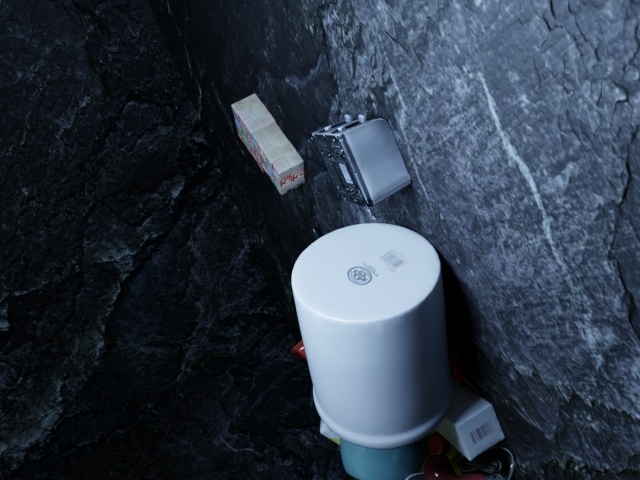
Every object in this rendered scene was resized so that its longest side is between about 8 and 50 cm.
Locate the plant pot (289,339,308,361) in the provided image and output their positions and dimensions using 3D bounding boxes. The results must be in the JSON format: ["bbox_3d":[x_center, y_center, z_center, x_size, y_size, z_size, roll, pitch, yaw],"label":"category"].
[{"bbox_3d":[0.082,0.374,2.196,0.236,0.267,0.267,49,167,2],"label":"plant pot"}]

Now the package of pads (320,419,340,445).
[{"bbox_3d":[0.115,0.616,2.258,0.229,0.101,0.296,33,-165,-6],"label":"package of pads"}]

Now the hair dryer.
[{"bbox_3d":[0.344,0.600,1.616,0.223,0.080,0.294,38,114,58],"label":"hair dryer"}]

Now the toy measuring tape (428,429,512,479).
[{"bbox_3d":[0.381,0.589,1.730,0.330,0.121,0.121,40,156,59],"label":"toy measuring tape"}]

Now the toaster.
[{"bbox_3d":[0.081,-0.155,1.287,0.186,0.110,0.168,65,168,-17],"label":"toaster"}]

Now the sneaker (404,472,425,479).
[{"bbox_3d":[0.384,0.703,1.794,0.295,0.105,0.147,17,149,3],"label":"sneaker"}]

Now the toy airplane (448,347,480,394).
[{"bbox_3d":[0.324,0.303,1.533,0.151,0.028,0.151,58,168,19],"label":"toy airplane"}]

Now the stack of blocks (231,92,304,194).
[{"bbox_3d":[-0.161,-0.290,2.024,0.297,0.087,0.171,56,167,22],"label":"stack of blocks"}]

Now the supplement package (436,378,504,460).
[{"bbox_3d":[0.340,0.426,1.564,0.105,0.105,0.179,65,168,-18],"label":"supplement package"}]

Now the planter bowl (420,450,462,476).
[{"bbox_3d":[0.389,0.763,2.173,0.217,0.090,0.217,57,167,21],"label":"planter bowl"}]

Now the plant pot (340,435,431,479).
[{"bbox_3d":[0.191,0.607,1.957,0.293,0.235,0.293,15,171,2],"label":"plant pot"}]

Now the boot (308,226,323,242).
[{"bbox_3d":[0.000,0.000,2.139,0.099,0.045,0.121,61,169,17],"label":"boot"}]

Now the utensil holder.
[{"bbox_3d":[0.115,0.204,1.405,0.327,0.327,0.385,47,156,48],"label":"utensil holder"}]
